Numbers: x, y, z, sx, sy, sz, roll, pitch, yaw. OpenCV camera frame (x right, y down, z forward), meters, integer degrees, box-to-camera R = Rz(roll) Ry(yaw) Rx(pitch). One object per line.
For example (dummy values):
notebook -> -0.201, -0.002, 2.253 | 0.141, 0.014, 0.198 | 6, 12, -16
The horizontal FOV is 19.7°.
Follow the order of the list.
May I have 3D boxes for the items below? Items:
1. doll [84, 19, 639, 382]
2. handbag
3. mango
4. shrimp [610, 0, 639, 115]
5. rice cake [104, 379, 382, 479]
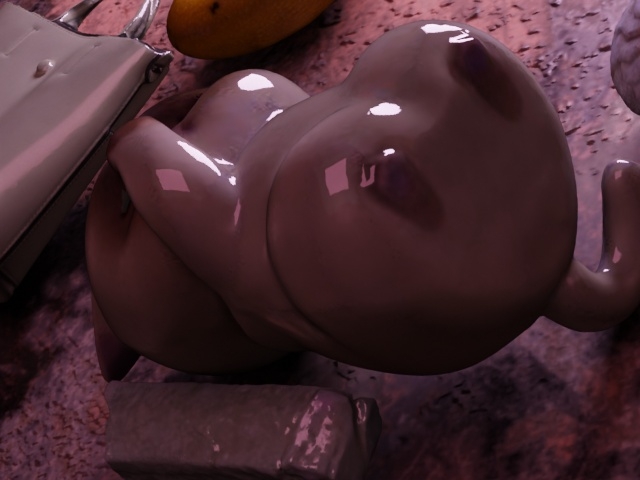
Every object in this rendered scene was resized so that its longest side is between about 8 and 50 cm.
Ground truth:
doll -> -0.002, -0.016, 1.163 | 0.370, 0.226, 0.215 | 0, 55, 37
handbag -> -0.241, -0.114, 1.503 | 0.241, 0.109, 0.315 | 22, 76, 47
mango -> -0.025, -0.252, 1.516 | 0.157, 0.109, 0.262 | 30, 88, 45
shrimp -> 0.317, -0.125, 1.121 | 0.343, 0.116, 0.145 | 1, 52, 47
rice cake -> -0.055, 0.131, 1.186 | 0.206, 0.063, 0.069 | -4, 55, 36
